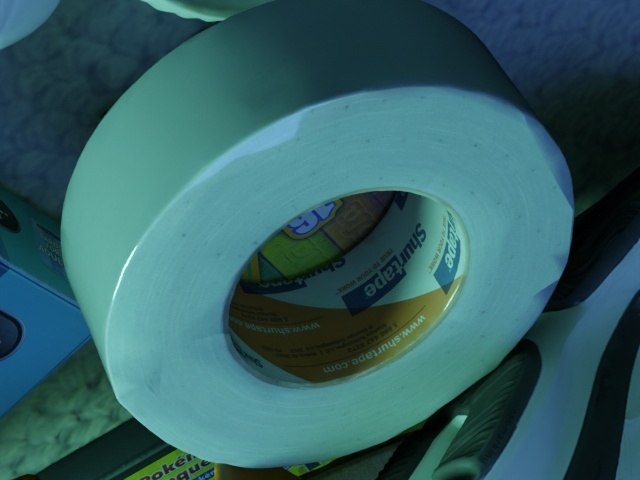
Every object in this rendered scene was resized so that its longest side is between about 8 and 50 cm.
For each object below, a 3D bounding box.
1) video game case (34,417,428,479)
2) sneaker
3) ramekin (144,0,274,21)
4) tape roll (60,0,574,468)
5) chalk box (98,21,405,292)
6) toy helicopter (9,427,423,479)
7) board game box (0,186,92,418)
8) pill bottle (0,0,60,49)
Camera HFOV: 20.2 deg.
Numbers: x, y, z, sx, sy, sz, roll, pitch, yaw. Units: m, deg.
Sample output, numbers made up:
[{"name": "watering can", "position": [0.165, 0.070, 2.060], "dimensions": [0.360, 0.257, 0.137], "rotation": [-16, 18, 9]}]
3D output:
[{"name": "video game case", "position": [-0.050, 0.178, 1.150], "dimensions": [0.275, 0.035, 0.248], "rotation": [-30, 137, 0]}, {"name": "sneaker", "position": [0.190, 0.129, 0.942], "dimensions": [0.169, 0.257, 0.447], "rotation": [-42, -175, 41]}, {"name": "ramekin", "position": [-0.035, -0.190, 0.763], "dimensions": [0.207, 0.109, 0.207], "rotation": [-15, 135, -16]}, {"name": "tape roll", "position": [0.000, 0.000, 0.792], "dimensions": [0.219, 0.072, 0.219], "rotation": [-14, 134, -15]}, {"name": "chalk box", "position": [0.010, -0.010, 0.936], "dimensions": [0.132, 0.132, 0.213], "rotation": [-38, 136, 7]}, {"name": "toy helicopter", "position": [-0.035, 0.154, 0.972], "dimensions": [0.355, 0.140, 0.235], "rotation": [-16, 172, -46]}, {"name": "board game box", "position": [-0.312, 0.073, 0.876], "dimensions": [0.336, 0.079, 0.254], "rotation": [-42, 136, 12]}, {"name": "pill bottle", "position": [-0.230, -0.088, 0.645], "dimensions": [0.278, 0.162, 0.162], "rotation": [-35, 148, -43]}]
